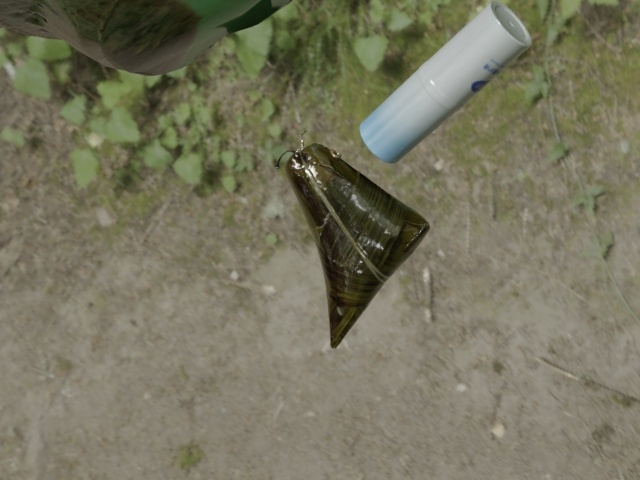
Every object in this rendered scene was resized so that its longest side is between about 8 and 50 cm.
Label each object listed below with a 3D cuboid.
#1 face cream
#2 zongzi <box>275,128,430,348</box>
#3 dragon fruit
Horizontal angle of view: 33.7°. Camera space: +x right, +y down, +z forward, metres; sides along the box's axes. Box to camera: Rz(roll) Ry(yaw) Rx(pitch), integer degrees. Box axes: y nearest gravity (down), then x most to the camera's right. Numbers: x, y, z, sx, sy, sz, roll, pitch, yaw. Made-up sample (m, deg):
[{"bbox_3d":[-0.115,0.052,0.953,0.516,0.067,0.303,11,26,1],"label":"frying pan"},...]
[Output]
[{"bbox_3d":[0.160,-0.202,1.385,0.250,0.077,0.077,-40,53,33],"label":"face cream"},{"bbox_3d":[0.000,0.000,1.195,0.187,0.084,0.184,37,96,-5],"label":"zongzi"},{"bbox_3d":[-0.100,-0.203,0.676,0.295,0.268,0.130,-28,75,32],"label":"dragon fruit"}]
